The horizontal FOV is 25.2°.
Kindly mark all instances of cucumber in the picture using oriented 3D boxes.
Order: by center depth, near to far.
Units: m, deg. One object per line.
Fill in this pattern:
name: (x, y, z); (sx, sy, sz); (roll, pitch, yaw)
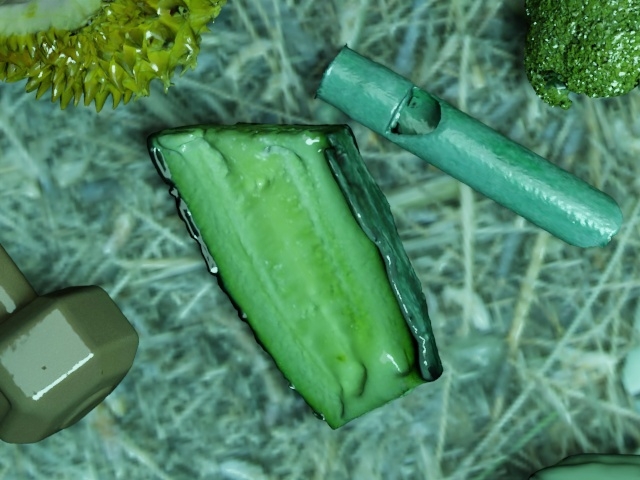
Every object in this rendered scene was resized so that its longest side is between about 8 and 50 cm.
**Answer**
cucumber: (0.000, 0.000, 0.779); (0.115, 0.085, 0.193); (-32, 79, 36)

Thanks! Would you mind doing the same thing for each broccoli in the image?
broccoli: (0.172, -0.129, 0.797); (0.120, 0.130, 0.131); (39, 68, -21)

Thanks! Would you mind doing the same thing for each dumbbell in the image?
dumbbell: (-0.194, 0.001, 0.767); (0.082, 0.092, 0.231); (-33, 79, -37)

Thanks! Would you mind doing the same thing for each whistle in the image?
whistle: (0.085, -0.050, 0.814); (0.186, 0.039, 0.039); (31, 78, 4)

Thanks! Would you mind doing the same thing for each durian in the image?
durian: (-0.149, -0.169, 0.785); (0.183, 0.138, 0.250); (-35, 63, 26)

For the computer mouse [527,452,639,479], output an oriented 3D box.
computer mouse: (0.198, 0.311, 0.689); (0.228, 0.145, 0.429); (-30, 68, -2)
